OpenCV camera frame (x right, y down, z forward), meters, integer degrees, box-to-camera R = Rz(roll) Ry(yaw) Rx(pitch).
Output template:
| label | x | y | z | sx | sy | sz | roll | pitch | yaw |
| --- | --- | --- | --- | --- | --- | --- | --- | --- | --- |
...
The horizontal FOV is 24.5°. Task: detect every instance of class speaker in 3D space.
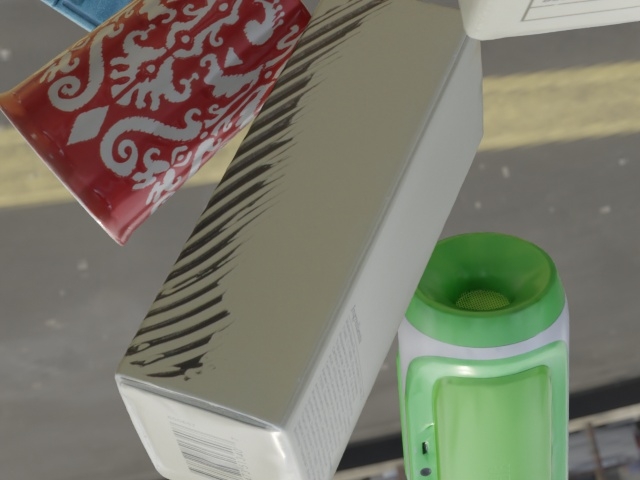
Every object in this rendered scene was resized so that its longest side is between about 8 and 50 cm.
| label | x | y | z | sx | sy | sz | roll | pitch | yaw |
| --- | --- | --- | --- | --- | --- | --- | --- | --- | --- |
| speaker | 0.128 | 0.145 | 1.139 | 0.131 | 0.131 | 0.296 | -10 | 124 | -6 |

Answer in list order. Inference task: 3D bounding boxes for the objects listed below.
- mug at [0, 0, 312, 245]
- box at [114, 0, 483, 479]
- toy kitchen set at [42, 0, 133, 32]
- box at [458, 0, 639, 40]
| label | x | y | z | sx | sy | sz | roll | pitch | yaw |
| --- | --- | --- | --- | --- | --- | --- | --- | --- | --- |
| mug | -0.094 | -0.098 | 0.879 | 0.169 | 0.113 | 0.150 | -41 | -160 | -3 |
| box | 0.000 | 0.000 | 0.788 | 0.094 | 0.275 | 0.113 | 15 | 147 | 18 |
| toy kitchen set | -0.181 | -0.296 | 1.394 | 0.122 | 0.207 | 0.166 | 31 | -179 | -26 |
| box | 0.108 | -0.158 | 0.304 | 0.148 | 0.121 | 0.311 | -9 | 168 | -6 |
